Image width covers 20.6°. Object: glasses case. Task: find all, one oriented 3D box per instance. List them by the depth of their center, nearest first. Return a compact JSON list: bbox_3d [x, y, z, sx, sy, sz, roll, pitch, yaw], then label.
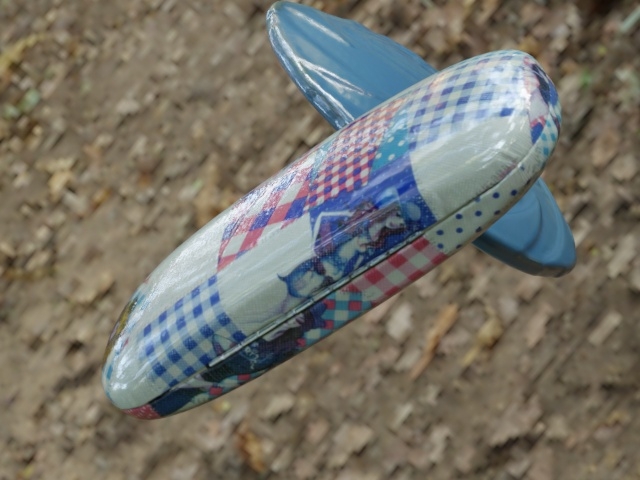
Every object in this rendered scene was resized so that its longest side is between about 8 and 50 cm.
[{"bbox_3d":[0.000,0.000,1.027,0.327,0.076,0.125,-33,26,24],"label":"glasses case"}]

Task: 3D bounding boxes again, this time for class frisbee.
[{"bbox_3d":[0.085,-0.086,1.270,0.049,0.289,0.289,-49,20,17],"label":"frisbee"}]
